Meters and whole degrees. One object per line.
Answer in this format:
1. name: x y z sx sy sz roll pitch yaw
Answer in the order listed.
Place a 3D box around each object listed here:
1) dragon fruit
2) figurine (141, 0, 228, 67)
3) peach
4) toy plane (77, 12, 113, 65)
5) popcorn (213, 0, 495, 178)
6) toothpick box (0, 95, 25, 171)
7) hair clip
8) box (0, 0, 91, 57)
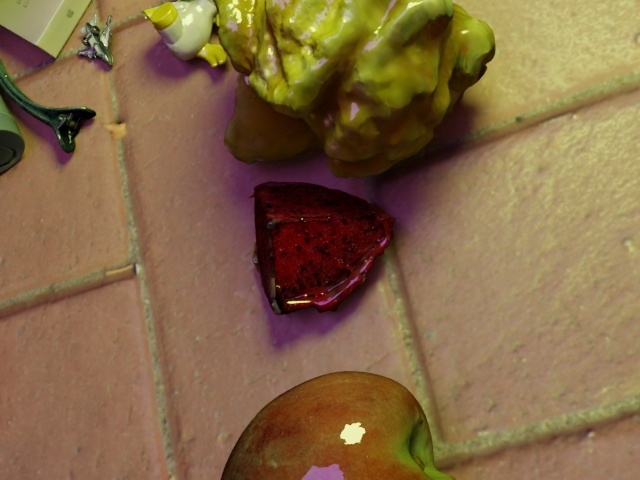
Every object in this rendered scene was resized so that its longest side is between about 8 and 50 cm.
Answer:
1. dragon fruit: 0.000 0.002 1.000 0.161 0.120 0.127 -4 31 -5
2. figurine: -0.151 -0.322 1.131 0.129 0.109 0.178 27 87 -2
3. peach: 0.019 0.261 0.842 0.252 0.252 0.252 -5 76 20
4. toy plane: -0.315 -0.279 1.207 0.078 0.031 0.083 -40 64 25
5. popcorn: 0.008 -0.226 0.927 0.321 0.290 0.326 -43 90 -4
6. toothpick box: -0.495 -0.179 1.214 0.101 0.101 0.153 -36 66 10
7. hair clip: -0.416 -0.205 1.224 0.229 0.039 0.070 33 92 26
8. box: -0.407 -0.354 1.248 0.130 0.051 0.129 31 90 24
